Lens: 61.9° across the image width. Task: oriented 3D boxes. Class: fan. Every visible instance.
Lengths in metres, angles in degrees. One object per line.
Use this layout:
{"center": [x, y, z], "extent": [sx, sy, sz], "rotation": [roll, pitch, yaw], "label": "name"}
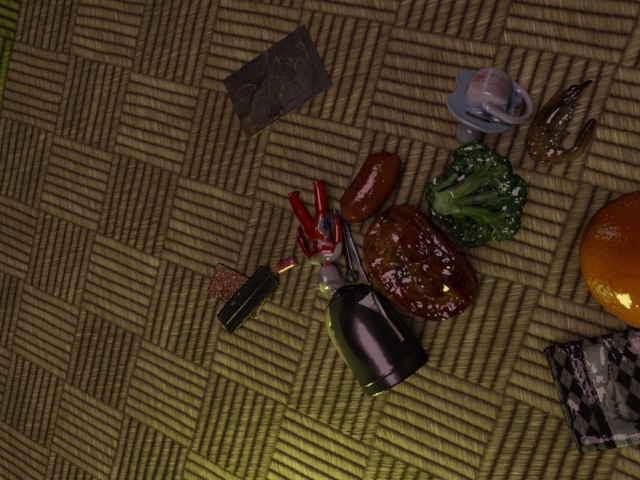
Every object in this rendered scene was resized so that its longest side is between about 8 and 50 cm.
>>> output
{"center": [0.102, 0.031, 1.775], "extent": [0.057, 0.023, 0.282], "rotation": [-26, 81, 19], "label": "fan"}

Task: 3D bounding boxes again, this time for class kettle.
{"center": [0.134, 0.296, 1.680], "extent": [0.324, 0.228, 0.321], "rotation": [58, 145, 7], "label": "kettle"}

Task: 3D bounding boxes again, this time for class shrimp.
{"center": [0.695, -0.323, 1.505], "extent": [0.173, 0.058, 0.253], "rotation": [43, 110, 7], "label": "shrimp"}

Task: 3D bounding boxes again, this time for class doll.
{"center": [0.000, 0.000, 1.772], "extent": [0.188, 0.099, 0.384], "rotation": [-16, 84, 42], "label": "doll"}

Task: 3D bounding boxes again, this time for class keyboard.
{"center": [-0.298, 0.251, 1.914], "extent": [0.381, 0.041, 0.103], "rotation": [-45, 76, 11], "label": "keyboard"}

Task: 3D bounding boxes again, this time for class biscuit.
{"center": [-0.301, 0.181, 1.940], "extent": [0.230, 0.025, 0.131], "rotation": [26, 101, 19], "label": "biscuit"}

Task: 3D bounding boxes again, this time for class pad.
{"center": [-0.157, -0.548, 1.862], "extent": [0.367, 0.007, 0.248], "rotation": [-27, 82, 21], "label": "pad"}

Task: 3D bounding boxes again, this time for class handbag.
{"center": [0.843, 0.366, 1.418], "extent": [0.416, 0.180, 0.317], "rotation": [-20, 73, 23], "label": "handbag"}

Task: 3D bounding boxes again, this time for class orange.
{"center": [0.849, 0.052, 1.275], "extent": [0.423, 0.424, 0.326], "rotation": [-2, 115, 22], "label": "orange"}

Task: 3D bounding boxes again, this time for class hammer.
{"center": [-0.119, 0.084, 1.856], "extent": [0.083, 0.043, 0.043], "rotation": [-28, 82, 22], "label": "hammer"}

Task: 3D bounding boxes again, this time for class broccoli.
{"center": [0.424, -0.124, 1.518], "extent": [0.307, 0.275, 0.308], "rotation": [24, 120, 50], "label": "broccoli"}

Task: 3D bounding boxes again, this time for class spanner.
{"center": [0.081, 0.019, 1.763], "extent": [0.054, 0.015, 0.255], "rotation": [-9, 93, 40], "label": "spanner"}

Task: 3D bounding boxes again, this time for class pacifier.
{"center": [0.467, -0.364, 1.533], "extent": [0.238, 0.287, 0.226], "rotation": [22, 143, 3], "label": "pacifier"}

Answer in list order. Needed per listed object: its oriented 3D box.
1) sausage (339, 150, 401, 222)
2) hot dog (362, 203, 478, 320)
{"center": [0.160, -0.166, 1.686], "extent": [0.133, 0.133, 0.258], "rotation": [37, 101, 16], "label": "sausage"}
{"center": [0.294, 0.072, 1.613], "extent": [0.387, 0.174, 0.267], "rotation": [49, 122, 14], "label": "hot dog"}
